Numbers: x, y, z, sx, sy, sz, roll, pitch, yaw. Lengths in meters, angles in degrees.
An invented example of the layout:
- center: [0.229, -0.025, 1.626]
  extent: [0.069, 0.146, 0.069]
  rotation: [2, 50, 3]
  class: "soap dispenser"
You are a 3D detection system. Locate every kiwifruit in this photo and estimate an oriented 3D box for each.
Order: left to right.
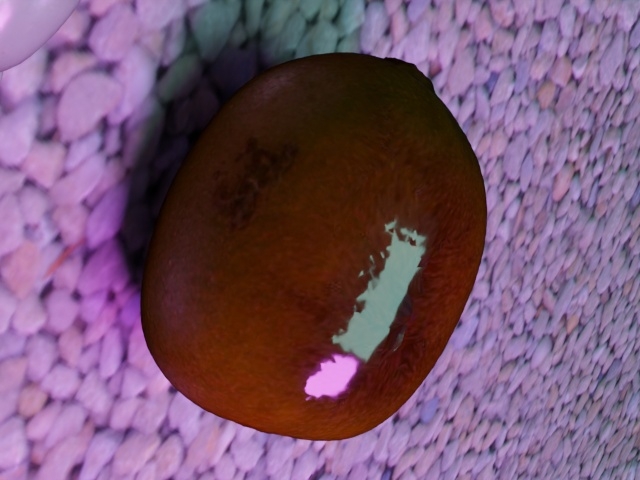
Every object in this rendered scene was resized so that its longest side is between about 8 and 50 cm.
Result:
- center: [0.000, 0.000, 0.800]
  extent: [0.196, 0.196, 0.234]
  rotation: [13, 102, -60]
  class: "kiwifruit"

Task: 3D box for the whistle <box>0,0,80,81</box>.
- center: [-0.120, -0.165, 0.580]
  extent: [0.253, 0.105, 0.102]
  rotation: [-56, 180, -3]
  class: "whistle"
